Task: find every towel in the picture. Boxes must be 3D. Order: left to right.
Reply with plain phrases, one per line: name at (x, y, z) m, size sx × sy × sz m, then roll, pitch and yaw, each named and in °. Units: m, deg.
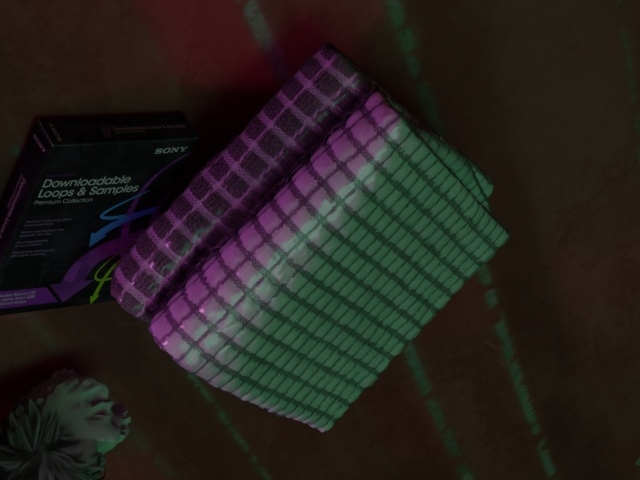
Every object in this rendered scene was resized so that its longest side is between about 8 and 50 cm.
towel at (0.000, 0.000, 1.247) m, size 0.235 × 0.121 × 0.284 m, roll -47°, pitch 155°, yaw 5°

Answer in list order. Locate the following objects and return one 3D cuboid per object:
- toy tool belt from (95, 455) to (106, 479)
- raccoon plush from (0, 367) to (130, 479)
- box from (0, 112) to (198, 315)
toy tool belt at (-0.215, 0.186, 1.380) m, size 0.083 × 0.052 × 0.051 m, roll -21°, pitch 178°, yaw -17°
raccoon plush at (-0.301, 0.333, 1.308) m, size 0.446 × 0.216 × 0.299 m, roll -50°, pitch -169°, yaw -32°
box at (-0.162, -0.017, 1.158) m, size 0.116 × 0.029 × 0.162 m, roll -7°, pitch 138°, yaw -40°
